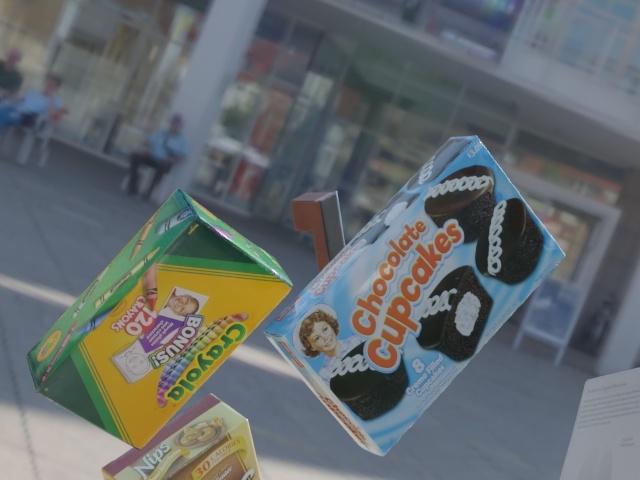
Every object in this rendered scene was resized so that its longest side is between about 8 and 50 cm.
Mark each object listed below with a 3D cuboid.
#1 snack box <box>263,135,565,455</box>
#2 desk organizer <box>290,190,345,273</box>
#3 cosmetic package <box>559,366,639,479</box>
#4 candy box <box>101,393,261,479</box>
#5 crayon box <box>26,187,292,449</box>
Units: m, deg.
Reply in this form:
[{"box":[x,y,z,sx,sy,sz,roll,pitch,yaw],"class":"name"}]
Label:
[{"box":[0.109,0.058,1.567,0.187,0.322,0.060,50,-18,-20],"class":"snack box"},{"box":[0.000,0.000,1.946,0.050,0.130,0.047,1,18,33],"class":"desk organizer"},{"box":[0.368,0.266,1.552,0.138,0.225,0.224,21,-15,-10],"class":"cosmetic package"},{"box":[-0.163,0.381,1.876,0.087,0.183,0.316,29,-40,40],"class":"candy box"},{"box":[-0.189,0.096,1.656,0.165,0.278,0.081,37,10,-35],"class":"crayon box"}]
